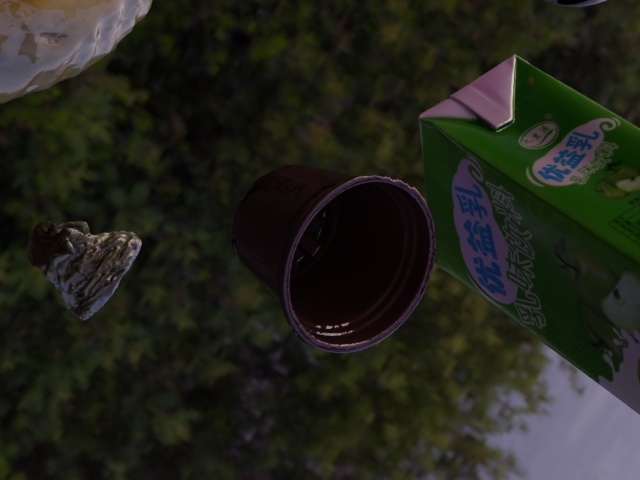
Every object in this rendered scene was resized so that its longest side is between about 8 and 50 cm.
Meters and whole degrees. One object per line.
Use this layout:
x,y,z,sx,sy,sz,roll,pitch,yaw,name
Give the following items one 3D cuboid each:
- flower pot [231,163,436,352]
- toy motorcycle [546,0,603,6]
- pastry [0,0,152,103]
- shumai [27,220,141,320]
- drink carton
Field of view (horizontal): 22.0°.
0.000,0.000,0.979,0.111,0.089,0.111,-14,117,-30,flower pot
0.171,-0.208,1.098,0.112,0.254,0.112,-10,116,-22,toy motorcycle
-0.313,-0.301,1.425,0.388,0.388,0.312,-52,-158,-23,pastry
-0.196,0.014,1.317,0.083,0.080,0.082,-50,-172,29,shumai
0.198,0.005,1.164,0.108,0.271,0.161,-33,139,-23,drink carton
